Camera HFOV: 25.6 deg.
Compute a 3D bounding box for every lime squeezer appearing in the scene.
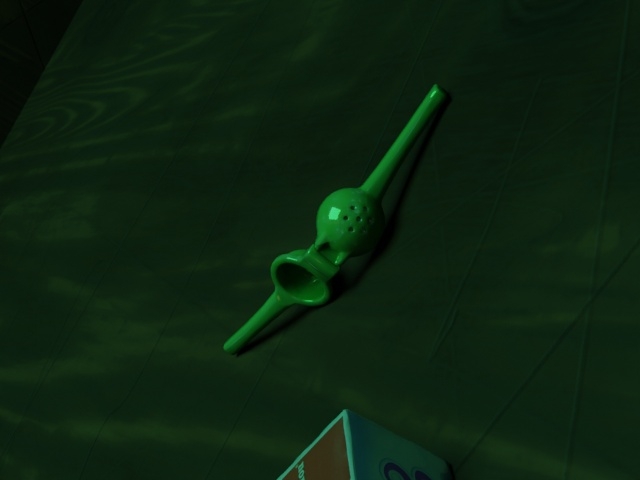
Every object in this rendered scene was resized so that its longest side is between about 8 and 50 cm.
[{"bbox_3d":[0.000,0.000,1.184,0.310,0.059,0.110,-51,24,19],"label":"lime squeezer"}]

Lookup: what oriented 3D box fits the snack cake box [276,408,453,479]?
[{"bbox_3d":[0.013,0.244,0.810,0.152,0.089,0.264,-50,24,24],"label":"snack cake box"}]
